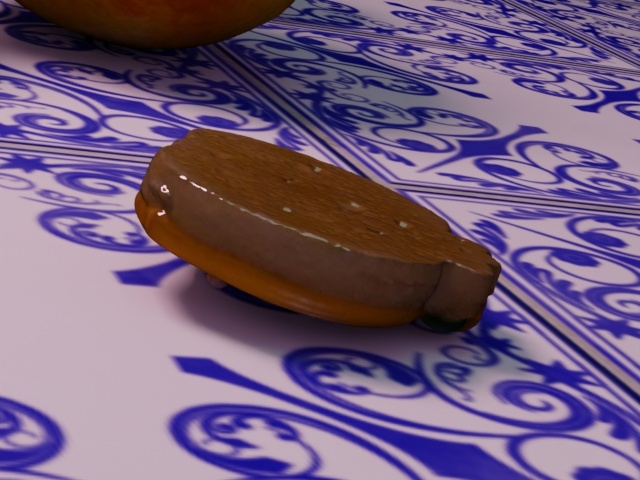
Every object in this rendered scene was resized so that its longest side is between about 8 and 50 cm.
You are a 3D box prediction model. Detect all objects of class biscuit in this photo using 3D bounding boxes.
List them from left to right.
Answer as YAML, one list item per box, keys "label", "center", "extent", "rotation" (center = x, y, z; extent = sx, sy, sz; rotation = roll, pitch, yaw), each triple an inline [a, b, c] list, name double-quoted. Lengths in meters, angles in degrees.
- label: "biscuit"
  center: [-0.002, 0.004, 0.784]
  extent: [0.170, 0.050, 0.170]
  rotation: [19, 14, -5]

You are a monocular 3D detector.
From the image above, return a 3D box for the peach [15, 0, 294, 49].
- label: "peach"
  center: [-0.126, -0.277, 1.216]
  extent: [0.307, 0.308, 0.332]
  rotation: [3, 20, -28]
